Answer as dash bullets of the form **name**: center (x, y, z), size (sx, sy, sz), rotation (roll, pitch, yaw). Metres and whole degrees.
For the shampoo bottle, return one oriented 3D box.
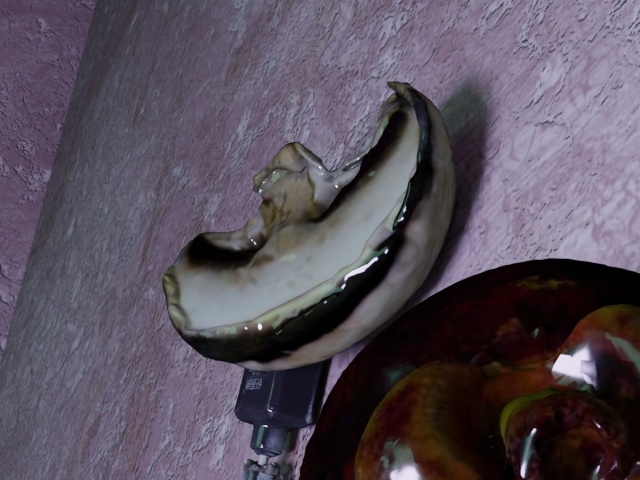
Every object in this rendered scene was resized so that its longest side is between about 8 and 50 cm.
- **shampoo bottle**: center (-0.036, 0.116, 1.279), size (0.098, 0.071, 0.309), rotation (-16, 57, 60)

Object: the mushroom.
- **mushroom**: center (0.002, 0.000, 1.169), size (0.344, 0.130, 0.247), rotation (-41, 38, 15)

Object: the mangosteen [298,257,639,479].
- **mangosteen**: center (0.116, 0.148, 0.661), size (0.297, 0.293, 0.297), rotation (-30, 46, 37)
